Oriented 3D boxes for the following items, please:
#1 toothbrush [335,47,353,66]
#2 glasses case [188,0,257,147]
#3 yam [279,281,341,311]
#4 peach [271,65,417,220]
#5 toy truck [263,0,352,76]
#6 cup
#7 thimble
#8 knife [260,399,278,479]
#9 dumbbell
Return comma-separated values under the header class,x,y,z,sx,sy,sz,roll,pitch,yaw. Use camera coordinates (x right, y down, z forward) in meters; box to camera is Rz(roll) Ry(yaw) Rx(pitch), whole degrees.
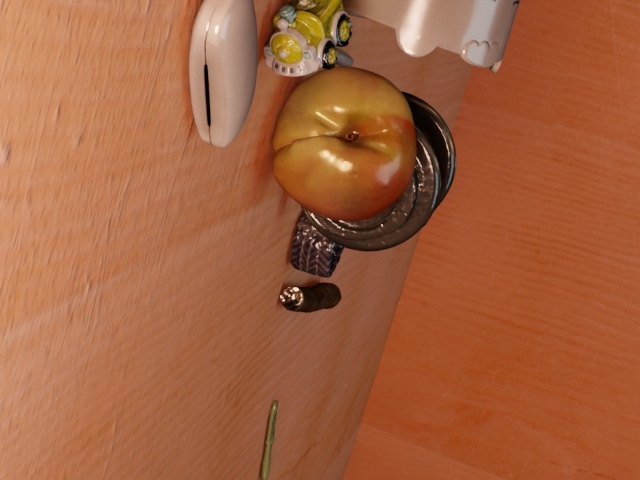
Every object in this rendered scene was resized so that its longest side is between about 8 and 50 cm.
class,x,y,z,sx,sy,sz,roll,pitch,yaw
toothbrush,0.006,-0.225,1.831,0.029,0.025,0.307,-64,171,7
glasses case,-0.086,-0.155,1.346,0.193,0.049,0.074,91,20,-60
yam,-0.012,0.086,2.285,0.327,0.045,0.045,9,77,-80
peach,0.029,-0.109,1.755,0.184,0.184,0.184,19,90,-81
toy truck,-0.018,-0.222,1.570,0.111,0.076,0.077,-60,149,-42
cup,0.121,-0.350,1.755,0.289,0.219,0.258,3,107,-47
thimble,0.000,0.000,2.114,0.104,0.066,0.095,-33,139,-76
knife,-0.082,0.329,2.446,0.207,0.014,0.030,99,15,-44
dumbbell,0.075,-0.093,1.986,0.290,0.192,0.192,-41,148,-71
